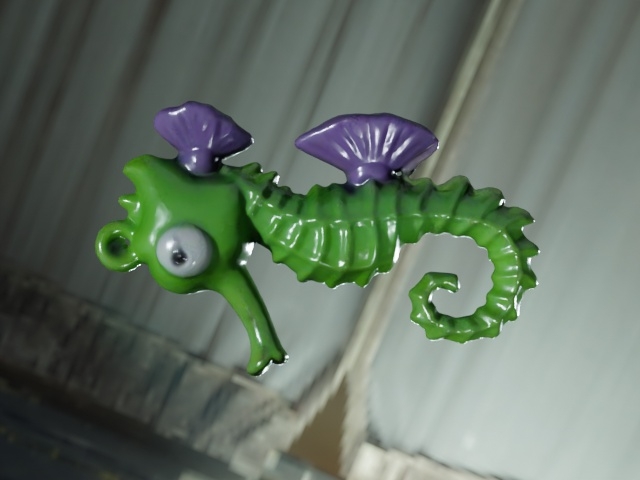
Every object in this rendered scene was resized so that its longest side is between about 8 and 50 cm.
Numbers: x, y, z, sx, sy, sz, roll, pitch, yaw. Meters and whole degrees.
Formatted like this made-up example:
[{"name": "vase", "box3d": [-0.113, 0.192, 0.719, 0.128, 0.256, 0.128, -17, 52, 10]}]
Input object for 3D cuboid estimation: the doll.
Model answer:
[{"name": "doll", "box3d": [0.000, 0.000, 0.755, 0.190, 0.115, 0.050, 1, -179, -4]}]
